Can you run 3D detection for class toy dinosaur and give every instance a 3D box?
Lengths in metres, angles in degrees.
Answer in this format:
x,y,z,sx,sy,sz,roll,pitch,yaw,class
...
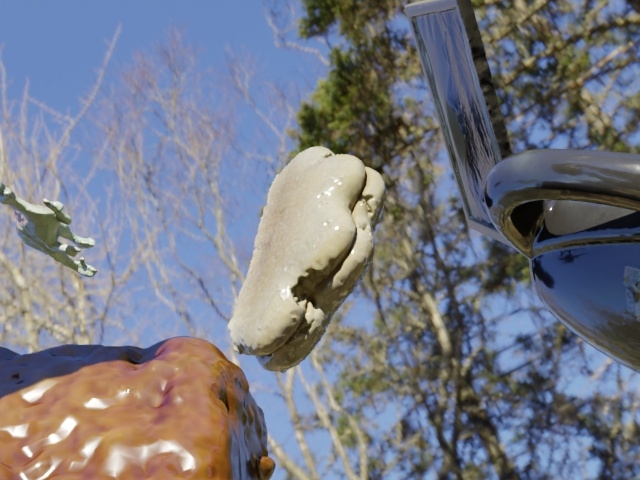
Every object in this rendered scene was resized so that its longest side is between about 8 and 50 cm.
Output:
x,y,z,sx,sy,sz,roll,pitch,yaw,class
-0.348,-0.015,1.242,0.167,0.242,0.053,34,-104,-21,toy dinosaur

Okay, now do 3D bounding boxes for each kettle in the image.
x,y,z,sx,sy,sz,roll,pitch,yaw,class
0.268,0.003,0.773,0.268,0.290,0.207,33,-104,-33,kettle

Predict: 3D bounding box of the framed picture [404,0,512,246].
x,y,z,sx,sy,sz,roll,pitch,yaw,class
0.155,-0.125,1.051,0.018,0.192,0.265,-19,-79,-7,framed picture

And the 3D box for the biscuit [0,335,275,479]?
x,y,z,sx,sy,sz,roll,pitch,yaw,class
-0.228,0.215,0.673,0.395,0.342,0.166,-9,-55,1,biscuit

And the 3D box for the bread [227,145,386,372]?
x,y,z,sx,sy,sz,roll,pitch,yaw,class
-0.005,-0.002,1.243,0.102,0.337,0.183,32,-45,-20,bread
